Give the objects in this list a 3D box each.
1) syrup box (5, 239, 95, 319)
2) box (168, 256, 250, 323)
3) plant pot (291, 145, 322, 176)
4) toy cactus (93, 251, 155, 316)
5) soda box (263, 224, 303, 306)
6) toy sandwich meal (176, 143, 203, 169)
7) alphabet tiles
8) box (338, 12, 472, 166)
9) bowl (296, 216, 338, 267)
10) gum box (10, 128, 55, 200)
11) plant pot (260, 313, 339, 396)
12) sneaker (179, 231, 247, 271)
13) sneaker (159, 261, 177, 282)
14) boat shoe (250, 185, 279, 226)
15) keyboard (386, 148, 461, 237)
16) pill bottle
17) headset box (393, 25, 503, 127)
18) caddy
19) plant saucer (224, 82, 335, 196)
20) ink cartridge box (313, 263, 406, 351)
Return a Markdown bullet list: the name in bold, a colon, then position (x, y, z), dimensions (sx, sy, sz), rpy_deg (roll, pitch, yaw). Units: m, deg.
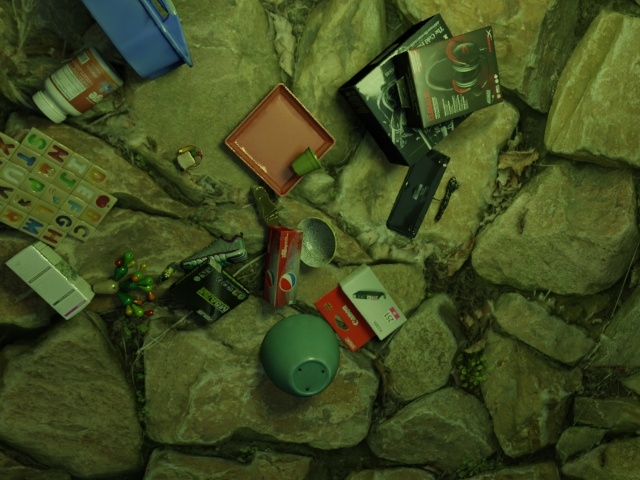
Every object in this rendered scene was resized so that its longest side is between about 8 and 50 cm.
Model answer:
- **syrup box**: position (-0.808, 0.117, 1.352), dimensions (0.096, 0.093, 0.237), rpy_deg (-37, 109, -3)
- **box**: position (-0.360, 0.167, 1.457), dimensions (0.184, 0.045, 0.191), rpy_deg (-35, 119, 15)
- **plant pot**: position (-0.048, -0.243, 1.411), dimensions (0.079, 0.083, 0.083), rpy_deg (-31, 109, 8)
- **toy cactus**: position (-0.623, 0.150, 1.411), dimensions (0.180, 0.112, 0.219), rpy_deg (-7, 114, -2)
- **soda box**: position (-0.128, 0.084, 1.498), dimensions (0.092, 0.083, 0.263), rpy_deg (-3, 106, -37)
- **toy sandwich meal**: position (-0.407, -0.260, 1.388), dimensions (0.085, 0.029, 0.086), rpy_deg (-3, 104, -13)
- **alphabet tiles**: position (-0.790, -0.142, 1.282), dimensions (0.342, 0.011, 0.285), rpy_deg (36, 96, -35)
- **box**: position (0.296, -0.469, 1.429), dimensions (0.343, 0.179, 0.312), rpy_deg (-41, 110, -1)
- **bowl**: position (0.000, 0.000, 1.511), dimensions (0.080, 0.170, 0.170), rpy_deg (-18, 114, -56)
- **gum box**: position (-0.858, -0.212, 1.274), dimensions (0.188, 0.062, 0.107), rpy_deg (-46, 109, 1)
- **plant pot**: position (-0.055, 0.428, 1.559), dimensions (0.290, 0.195, 0.290), rpy_deg (-3, 104, -13)
- **sneaker**: position (-0.352, 0.038, 1.468), dimensions (0.223, 0.083, 0.098), rpy_deg (-11, 66, 2)
- **sneaker**: position (-0.495, 0.107, 1.456), dimensions (0.031, 0.035, 0.083), rpy_deg (35, 94, -20)
- **boat shoe**: position (-0.185, -0.112, 1.477), dimensions (0.056, 0.048, 0.153), rpy_deg (-35, 116, -16)
- **keyboard**: position (0.382, -0.161, 1.604), dimensions (0.201, 0.033, 0.317), rpy_deg (21, 99, -11)
- **pill bottle**: position (-0.672, -0.425, 1.235), dimensions (0.216, 0.121, 0.121), rpy_deg (-37, 109, -2)
- **headset box**: position (0.356, -0.463, 1.291), dimensions (0.293, 0.110, 0.218), rpy_deg (-19, 108, -9)
- **caddy**: position (-0.475, -0.595, 1.180), dimensions (0.179, 0.241, 0.341), rpy_deg (-34, 109, 1)
- **plant saucer**: position (-0.127, -0.318, 1.433), dimensions (0.259, 0.048, 0.258), rpy_deg (-46, 109, 2)
- **ink cartridge box**: position (0.148, 0.260, 1.638), dimensions (0.239, 0.060, 0.275), rpy_deg (-38, 109, -3)
